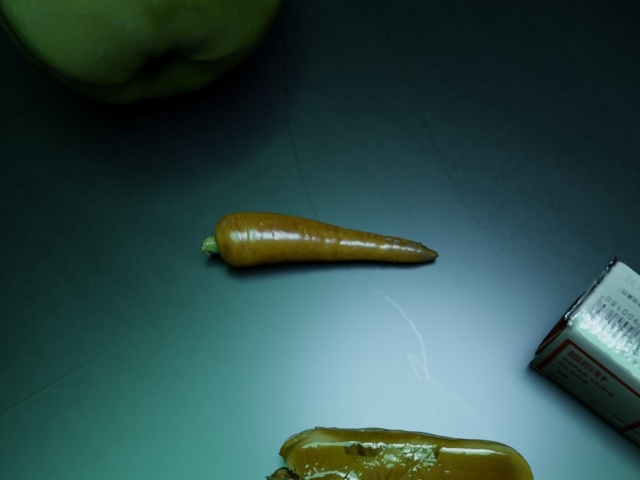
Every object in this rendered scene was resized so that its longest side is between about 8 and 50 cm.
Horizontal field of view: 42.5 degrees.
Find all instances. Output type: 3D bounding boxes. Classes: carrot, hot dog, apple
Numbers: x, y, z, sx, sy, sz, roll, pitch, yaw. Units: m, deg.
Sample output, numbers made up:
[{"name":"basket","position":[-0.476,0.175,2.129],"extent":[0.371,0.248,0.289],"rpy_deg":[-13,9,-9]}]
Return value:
[{"name":"carrot","position":[0.000,0.000,0.881],"extent":[0.257,0.061,0.061],"rpy_deg":[1,69,-3]},{"name":"hot dog","position":[0.081,0.235,0.782],"extent":[0.269,0.072,0.109],"rpy_deg":[3,71,3]},{"name":"apple","position":[-0.193,-0.322,0.861],"extent":[0.357,0.357,0.357],"rpy_deg":[0,69,1]}]

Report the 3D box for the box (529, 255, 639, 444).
[{"name":"box","position":[0.308,0.123,0.789],"extent":[0.182,0.133,0.099],"rpy_deg":[40,74,12]}]
